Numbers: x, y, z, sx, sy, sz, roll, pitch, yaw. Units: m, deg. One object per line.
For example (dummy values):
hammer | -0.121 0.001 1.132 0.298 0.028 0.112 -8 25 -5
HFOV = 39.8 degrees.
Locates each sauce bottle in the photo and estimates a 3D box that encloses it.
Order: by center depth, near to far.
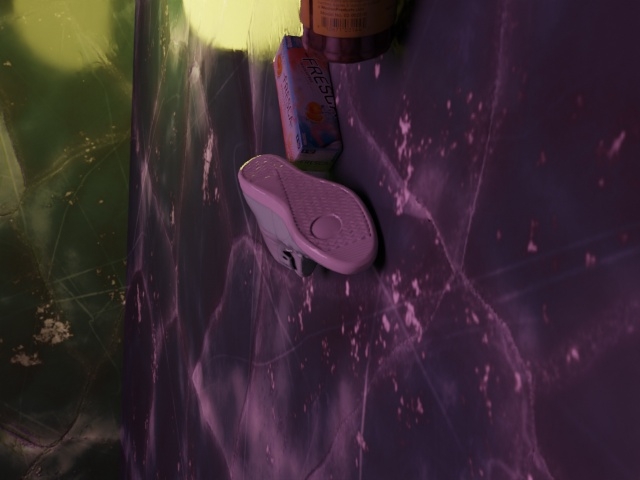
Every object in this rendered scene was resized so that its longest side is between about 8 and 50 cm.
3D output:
sauce bottle | 0.031 -0.354 0.890 0.111 0.111 0.344 -113 19 -48

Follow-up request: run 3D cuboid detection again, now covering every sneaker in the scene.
sneaker | 0.000 0.000 1.117 0.256 0.094 0.151 40 158 45

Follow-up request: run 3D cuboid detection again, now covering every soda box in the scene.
soda box | -0.019 -0.185 1.185 0.063 0.058 0.183 125 140 -57
